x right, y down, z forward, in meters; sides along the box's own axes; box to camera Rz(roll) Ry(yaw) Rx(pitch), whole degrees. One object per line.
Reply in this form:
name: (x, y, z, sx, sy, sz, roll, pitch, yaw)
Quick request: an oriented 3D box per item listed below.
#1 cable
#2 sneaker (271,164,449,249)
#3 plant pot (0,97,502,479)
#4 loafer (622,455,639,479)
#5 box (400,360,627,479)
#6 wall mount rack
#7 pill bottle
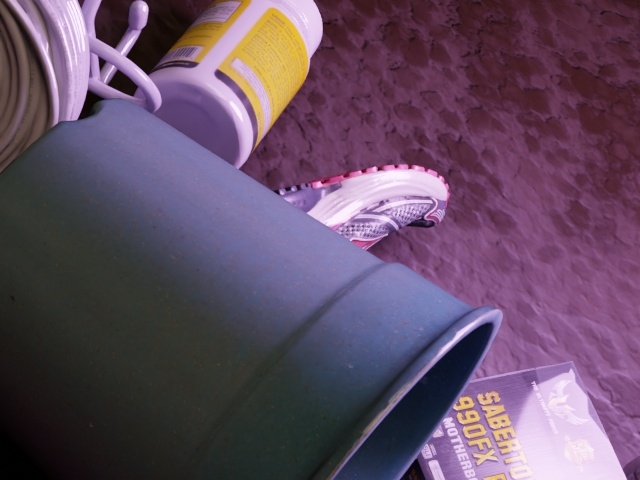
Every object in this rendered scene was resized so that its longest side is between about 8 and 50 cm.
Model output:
cable: (-0.315, -0.145, 1.491, 0.257, 0.257, 0.089, 28, 18, -1)
sneaker: (0.000, 0.000, 1.677, 0.299, 0.121, 0.112, -16, 94, -41)
plant pot: (-0.099, 0.088, 1.394, 0.334, 0.341, 0.341, 37, 43, 12)
loafer: (0.380, 0.347, 1.620, 0.130, 0.134, 0.366, -9, 62, -52)
box: (0.175, 0.228, 1.593, 0.183, 0.056, 0.231, -9, 60, -20)
wall mount rack: (-0.259, -0.260, 1.561, 0.350, 0.304, 0.130, 29, 72, 4)
pill bottle: (-0.081, -0.158, 1.737, 0.119, 0.119, 0.208, 36, 44, -2)
